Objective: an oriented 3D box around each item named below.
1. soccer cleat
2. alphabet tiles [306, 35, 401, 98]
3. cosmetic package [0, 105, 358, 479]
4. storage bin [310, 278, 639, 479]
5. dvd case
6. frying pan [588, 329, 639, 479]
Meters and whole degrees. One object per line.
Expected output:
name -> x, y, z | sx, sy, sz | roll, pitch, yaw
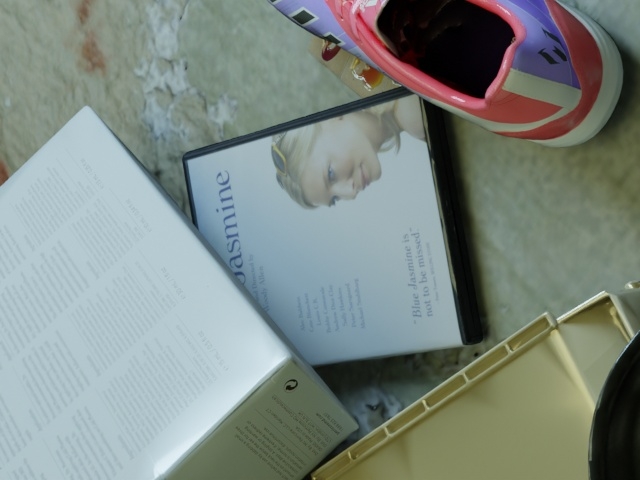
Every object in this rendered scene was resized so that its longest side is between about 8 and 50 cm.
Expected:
soccer cleat -> 0.044, -0.158, 0.985 | 0.318, 0.116, 0.109 | 36, 107, 35
alphabet tiles -> 0.074, -0.200, 1.046 | 0.198, 0.009, 0.237 | 43, 121, 32
cosmetic package -> -0.181, 0.101, 1.093 | 0.284, 0.097, 0.377 | -41, 41, -1
storage bin -> 0.160, 0.193, 0.922 | 0.260, 0.123, 0.262 | -39, 67, 37
dvd case -> 0.000, 0.000, 1.115 | 0.253, 0.022, 0.180 | -13, 87, 44
frying pan -> 0.289, 0.083, 0.756 | 0.326, 0.053, 0.197 | -28, 75, 12
